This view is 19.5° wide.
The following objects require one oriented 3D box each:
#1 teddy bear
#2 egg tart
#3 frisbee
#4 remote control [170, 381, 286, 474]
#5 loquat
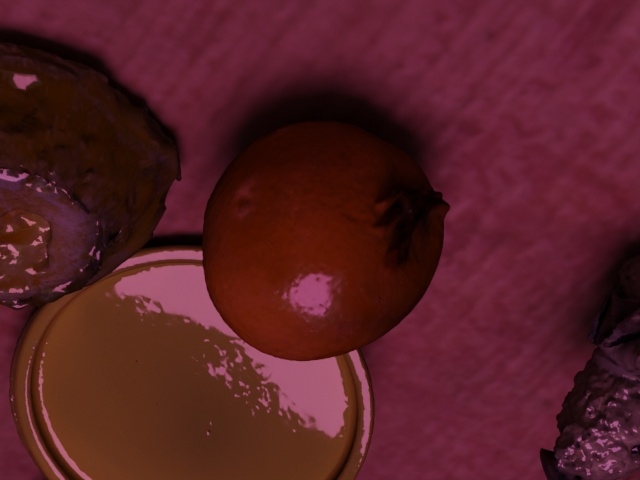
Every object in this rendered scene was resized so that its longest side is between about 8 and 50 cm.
[{"bbox_3d":[0.203,0.066,1.131,0.213,0.111,0.133,-42,163,14],"label":"teddy bear"},{"bbox_3d":[-0.182,-0.022,1.069,0.197,0.078,0.197,1,138,1],"label":"egg tart"},{"bbox_3d":[-0.082,0.103,1.194,0.236,0.017,0.236,2,118,4],"label":"frisbee"},{"bbox_3d":[-0.109,0.154,1.273,0.073,0.044,0.229,40,127,-19],"label":"remote control"},{"bbox_3d":[0.000,0.000,1.055,0.141,0.141,0.141,0,136,0],"label":"loquat"}]
